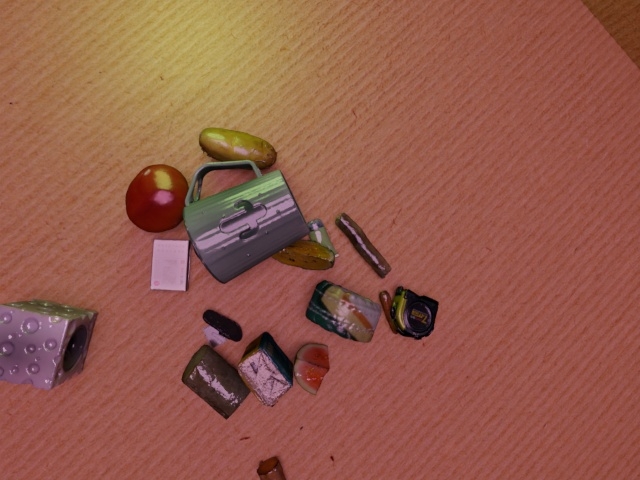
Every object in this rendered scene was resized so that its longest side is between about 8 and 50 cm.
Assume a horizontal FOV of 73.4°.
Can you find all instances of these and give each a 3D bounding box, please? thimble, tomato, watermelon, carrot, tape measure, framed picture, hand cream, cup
[{"bbox_3d":[0.094,0.273,1.644,0.288,0.254,0.168,26,88,-32],"label":"thimble"},{"bbox_3d":[-0.608,-0.159,1.591,0.259,0.180,0.260,-7,74,26],"label":"tomato"},{"bbox_3d":[-0.071,0.057,1.684,0.300,0.129,0.123,10,94,19],"label":"watermelon"},{"bbox_3d":[0.286,0.299,1.769,0.047,0.047,0.191,-19,92,-7],"label":"carrot"},{"bbox_3d":[-0.036,0.504,1.677,0.137,0.192,0.146,39,117,33],"label":"watermelon"},{"bbox_3d":[0.366,0.300,1.730,0.198,0.112,0.186,22,73,-9],"label":"tape measure"},{"bbox_3d":[-0.418,0.373,1.698,0.066,0.006,0.089,-26,91,-8],"label":"framed picture"},{"bbox_3d":[0.000,0.000,1.748,0.095,0.046,0.175,-22,97,-8],"label":"hand cream"},{"bbox_3d":[-0.157,0.980,1.659,0.101,0.102,0.263,-23,91,-7],"label":"carrot"},{"bbox_3d":[-0.283,-0.093,1.542,0.391,0.310,0.401,-26,115,1],"label":"cup"}]

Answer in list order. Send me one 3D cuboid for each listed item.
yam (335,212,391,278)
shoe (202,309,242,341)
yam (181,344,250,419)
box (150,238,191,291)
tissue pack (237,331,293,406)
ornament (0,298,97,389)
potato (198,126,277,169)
[{"bbox_3d":[0.176,0.020,1.756,0.317,0.067,0.071,50,55,-2],"label":"yam"},{"bbox_3d":[-0.386,0.335,1.680,0.179,0.049,0.071,37,47,-14],"label":"shoe"},{"bbox_3d":[-0.390,0.536,1.622,0.268,0.161,0.161,44,83,-6],"label":"yam"},{"bbox_3d":[-0.579,0.094,1.665,0.140,0.058,0.201,2,87,-7],"label":"box"},{"bbox_3d":[-0.200,0.468,1.589,0.134,0.271,0.192,-40,91,-3],"label":"tissue pack"},{"bbox_3d":[-0.978,0.354,1.514,0.239,0.240,0.239,14,85,-5],"label":"ornament"},{"bbox_3d":[-0.317,-0.351,1.660,0.299,0.173,0.140,12,92,-13],"label":"potato"}]
